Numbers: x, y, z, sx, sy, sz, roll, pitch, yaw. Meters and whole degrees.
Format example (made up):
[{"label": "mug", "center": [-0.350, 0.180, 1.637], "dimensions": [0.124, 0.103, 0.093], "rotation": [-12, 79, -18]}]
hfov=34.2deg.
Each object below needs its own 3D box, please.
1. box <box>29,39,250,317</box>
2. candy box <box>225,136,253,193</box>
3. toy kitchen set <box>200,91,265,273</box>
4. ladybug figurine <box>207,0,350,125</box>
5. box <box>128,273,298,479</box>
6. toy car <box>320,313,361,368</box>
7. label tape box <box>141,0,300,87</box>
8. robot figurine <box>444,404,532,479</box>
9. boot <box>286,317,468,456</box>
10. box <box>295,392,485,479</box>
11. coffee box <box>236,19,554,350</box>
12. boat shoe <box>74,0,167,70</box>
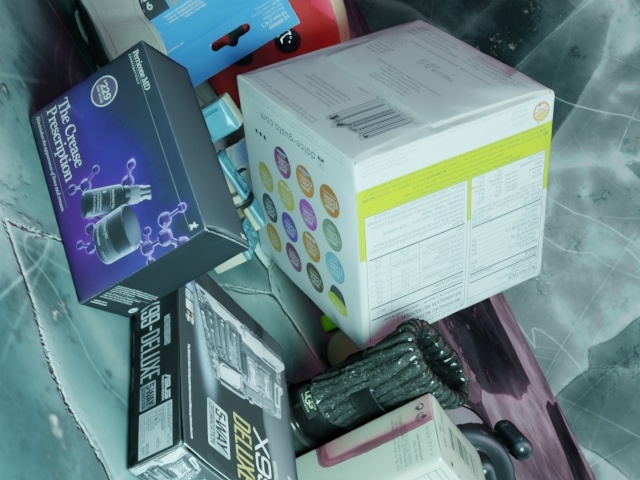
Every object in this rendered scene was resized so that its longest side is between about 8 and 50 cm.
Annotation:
[{"label": "box", "center": [-0.216, -0.070, 1.219], "dimensions": [0.103, 0.184, 0.261], "rotation": [30, 35, -61]}, {"label": "candy box", "center": [-0.040, -0.146, 1.833], "dimensions": [0.165, 0.196, 0.070], "rotation": [41, 26, -50]}, {"label": "toy kitchen set", "center": [-0.147, -0.086, 1.553], "dimensions": [0.207, 0.122, 0.166], "rotation": [56, 17, -17]}, {"label": "ladybug figurine", "center": [-0.112, -0.383, 1.841], "dimensions": [0.162, 0.305, 0.450], "rotation": [-37, 112, -56]}, {"label": "box", "center": [-0.126, 0.193, 1.251], "dimensions": [0.242, 0.076, 0.307], "rotation": [49, 21, -38]}, {"label": "toy car", "center": [0.077, 0.202, 1.825], "dimensions": [0.188, 0.148, 0.155], "rotation": [107, -36, -72]}, {"label": "label tape box", "center": [-0.221, -0.445, 1.697], "dimensions": [0.334, 0.240, 0.106], "rotation": [61, 16, -2]}, {"label": "robot figurine", "center": [0.207, 0.354, 1.662], "dimensions": [0.209, 0.174, 0.278], "rotation": [22, 8, -10]}, {"label": "boot", "center": [0.103, 0.235, 1.539], "dimensions": [0.348, 0.260, 0.131], "rotation": [24, 40, -63]}, {"label": "box", "center": [0.090, 0.334, 1.390], "dimensions": [0.149, 0.232, 0.127], "rotation": [52, 19, -30]}, {"label": "coffee box", "center": [0.112, -0.096, 1.602], "dimensions": [0.337, 0.338, 0.334], "rotation": [43, -33, 46]}, {"label": "boat shoe", "center": [-0.311, -0.332, 1.530], "dimensions": [0.114, 0.091, 0.303], "rotation": [-7, 62, -24]}]
